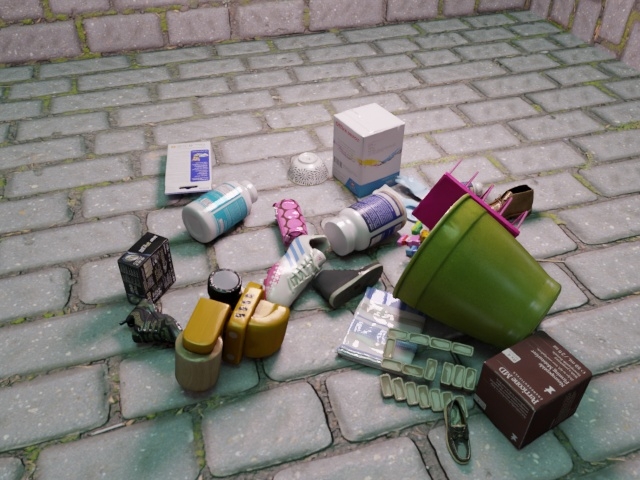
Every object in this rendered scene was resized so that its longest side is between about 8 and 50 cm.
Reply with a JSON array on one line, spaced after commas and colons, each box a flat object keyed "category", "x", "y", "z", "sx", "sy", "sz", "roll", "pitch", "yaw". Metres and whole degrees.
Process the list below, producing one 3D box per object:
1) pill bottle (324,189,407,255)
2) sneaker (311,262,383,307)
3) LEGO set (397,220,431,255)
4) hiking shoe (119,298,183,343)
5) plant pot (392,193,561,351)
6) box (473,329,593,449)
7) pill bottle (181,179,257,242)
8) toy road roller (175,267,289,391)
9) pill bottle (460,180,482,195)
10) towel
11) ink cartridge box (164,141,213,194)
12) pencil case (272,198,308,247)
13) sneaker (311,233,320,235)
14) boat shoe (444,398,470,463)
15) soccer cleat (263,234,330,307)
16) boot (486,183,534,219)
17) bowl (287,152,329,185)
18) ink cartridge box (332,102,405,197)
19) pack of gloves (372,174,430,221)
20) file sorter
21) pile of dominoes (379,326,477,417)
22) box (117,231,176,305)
[{"category": "pill bottle", "x": 0.151, "y": -0.058, "z": 1.909, "sx": 0.264, "sy": 0.153, "sz": 0.153, "roll": -27, "pitch": 47, "yaw": -29}, {"category": "sneaker", "x": 0.086, "y": 0.110, "z": 1.764, "sx": 0.222, "sy": 0.083, "sz": 0.118, "roll": -28, "pitch": 47, "yaw": -28}, {"category": "LEGO set", "x": 0.358, "y": -0.013, "z": 1.905, "sx": 0.093, "sy": 0.087, "sz": 0.227, "roll": 11, "pitch": 39, "yaw": 36}, {"category": "hiking shoe", "x": -0.467, "y": 0.260, "z": 1.599, "sx": 0.227, "sy": 0.086, "sz": 0.114, "roll": 26, "pitch": 59, "yaw": 35}, {"category": "plant pot", "x": 0.449, "y": 0.119, "z": 1.574, "sx": 0.353, "sy": 0.366, "sz": 0.366, "roll": 37, "pitch": 51, "yaw": 17}, {"category": "box", "x": 0.519, "y": 0.364, "z": 1.397, "sx": 0.203, "sy": 0.167, "sz": 0.168, "roll": -21, "pitch": 45, "yaw": -23}, {"category": "pill bottle", "x": -0.342, "y": -0.114, "z": 1.979, "sx": 0.146, "sy": 0.146, "sz": 0.264, "roll": 28, "pitch": 47, "yaw": 29}, {"category": "toy road roller", "x": -0.224, "y": 0.250, "z": 1.511, "sx": 0.240, "sy": 0.203, "sz": 0.330, "roll": 17, "pitch": 41, "yaw": 4}, {"category": "pill bottle", "x": 0.545, "y": -0.188, "z": 2.133, "sx": 0.120, "sy": 0.067, "sz": 0.067, "roll": -9, "pitch": 41, "yaw": -10}, {"category": "towel", "x": 0.186, "y": 0.253, "z": 1.633, "sx": 0.209, "sy": 0.034, "sz": 0.285, "roll": 15, "pitch": 42, "yaw": 16}, {"category": "ink cartridge box", "x": -0.516, "y": -0.272, "z": 2.230, "sx": 0.175, "sy": 0.069, "sz": 0.371, "roll": -6, "pitch": 38, "yaw": -8}, {"category": "pencil case", "x": -0.105, "y": -0.057, "z": 1.957, "sx": 0.098, "sy": 0.095, "sz": 0.209, "roll": 22, "pitch": 27, "yaw": -31}, {"category": "sneaker", "x": 0.000, "y": 0.000, "z": 1.934, "sx": 0.035, "sy": 0.031, "sz": 0.083, "roll": -22, "pitch": 45, "yaw": -25}, {"category": "boat shoe", "x": 0.330, "y": 0.458, "z": 1.367, "sx": 0.056, "sy": 0.049, "sz": 0.152, "roll": -4, "pitch": 48, "yaw": -4}, {"category": "soccer cleat", "x": -0.067, "y": 0.089, "z": 1.737, "sx": 0.143, "sy": 0.116, "sz": 0.331, "roll": -10, "pitch": 34, "yaw": 28}, {"category": "boot", "x": 0.632, "y": -0.125, "z": 2.024, "sx": 0.305, "sy": 0.115, "sz": 0.112, "roll": -18, "pitch": 45, "yaw": -19}, {"category": "bowl", "x": -0.050, "y": -0.297, "z": 2.251, "sx": 0.170, "sy": 0.080, "sz": 0.170, "roll": 1, "pitch": 39, "yaw": 0}, {"category": "ink cartridge box", "x": 0.177, "y": -0.346, "z": 2.162, "sx": 0.197, "sy": 0.270, "sz": 0.198, "roll": -22, "pitch": 45, "yaw": -24}, {"category": "pack of gloves", "x": 0.343, "y": -0.170, "z": 2.103, "sx": 0.232, "sy": 0.046, "sz": 0.195, "roll": 37, "pitch": 54, "yaw": 24}, {"category": "file sorter", "x": 0.493, "y": -0.095, "z": 1.848, "sx": 0.290, "sy": 0.202, "sz": 0.182, "roll": 41, "pitch": 45, "yaw": 6}, {"category": "pile of dominoes", "x": 0.281, "y": 0.352, "z": 1.498, "sx": 0.251, "sy": 0.040, "sz": 0.196, "roll": 12, "pitch": 63, "yaw": 12}, {"category": "box", "x": -0.519, "y": 0.091, "z": 1.706, "sx": 0.077, "sy": 0.180, "sz": 0.147, "roll": 17, "pitch": 44, "yaw": 17}]
